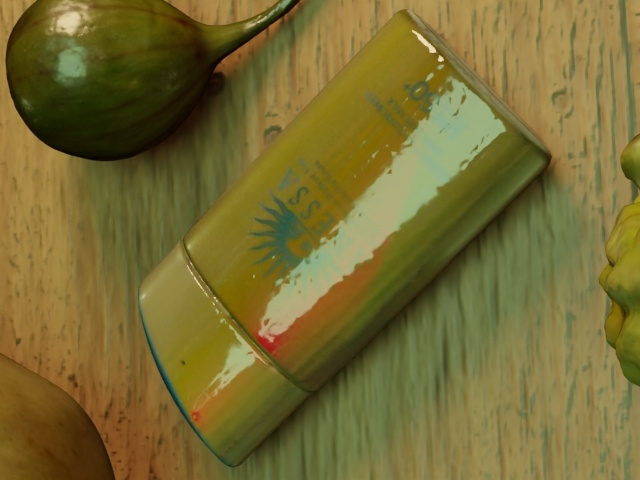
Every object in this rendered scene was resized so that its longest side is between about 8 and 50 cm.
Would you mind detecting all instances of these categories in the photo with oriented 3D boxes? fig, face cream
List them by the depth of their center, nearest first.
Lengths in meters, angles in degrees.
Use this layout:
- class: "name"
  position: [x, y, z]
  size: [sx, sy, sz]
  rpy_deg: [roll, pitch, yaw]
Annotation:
- class: "face cream"
  position: [0.000, 0.000, 0.855]
  size: [0.285, 0.067, 0.139]
  rpy_deg: [-46, 69, 12]
- class: "fig"
  position: [-0.093, -0.136, 0.900]
  size: [0.236, 0.124, 0.124]
  rpy_deg: [-23, 76, -6]

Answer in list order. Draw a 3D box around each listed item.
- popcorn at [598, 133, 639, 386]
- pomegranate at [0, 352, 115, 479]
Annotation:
- class: "popcorn"
  position: [0.258, 0.000, 0.688]
  size: [0.237, 0.206, 0.251]
  rpy_deg: [-56, 48, 31]
- class: "pomegranate"
  position: [-0.280, 0.191, 0.820]
  size: [0.319, 0.319, 0.319]
  rpy_deg: [-2, 85, 21]
